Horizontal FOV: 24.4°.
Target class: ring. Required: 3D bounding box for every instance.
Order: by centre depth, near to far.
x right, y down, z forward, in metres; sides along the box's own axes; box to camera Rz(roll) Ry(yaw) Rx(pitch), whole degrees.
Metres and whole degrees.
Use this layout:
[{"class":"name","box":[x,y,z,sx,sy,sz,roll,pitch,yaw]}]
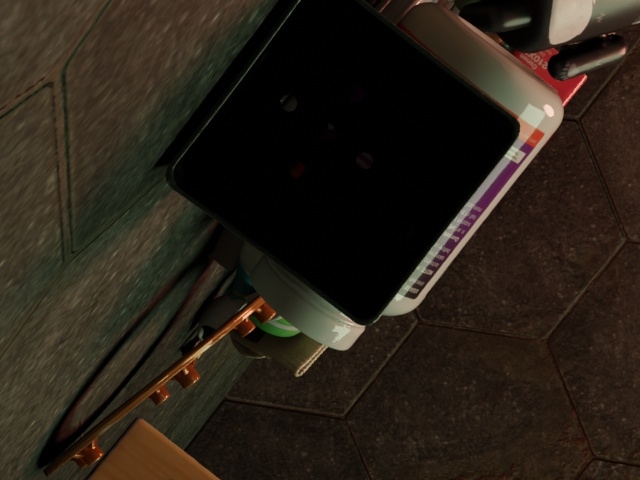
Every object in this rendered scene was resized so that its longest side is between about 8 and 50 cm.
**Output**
[{"class":"ring","box":[-0.168,0.159,1.646,0.336,0.032,0.336,-39,-179,1]}]

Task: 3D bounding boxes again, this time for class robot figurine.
[{"class":"robot figurine","box":[0.298,-0.325,1.793,0.278,0.173,0.209,-18,143,-20]}]

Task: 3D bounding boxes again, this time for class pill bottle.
[{"class":"pill bottle","box":[0.073,-0.056,1.428,0.323,0.181,0.181,-53,176,12]}]

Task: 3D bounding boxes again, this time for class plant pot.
[{"class":"plant pot","box":[0.013,-0.075,1.130,0.187,0.188,0.167,-53,-172,5]}]

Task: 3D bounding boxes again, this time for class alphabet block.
[{"class":"alphabet block","box":[-0.264,0.415,2.246,0.193,0.197,0.192,-51,177,-19]}]

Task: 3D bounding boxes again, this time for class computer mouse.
[{"class":"computer mouse","box":[-0.142,0.107,2.018,0.106,0.042,0.193,-46,180,-20]}]

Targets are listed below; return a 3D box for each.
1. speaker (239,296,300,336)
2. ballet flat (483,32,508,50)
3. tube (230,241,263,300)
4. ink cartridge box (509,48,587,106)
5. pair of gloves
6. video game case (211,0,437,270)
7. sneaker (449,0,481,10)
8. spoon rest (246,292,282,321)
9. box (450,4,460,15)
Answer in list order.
[{"class":"speaker","box":[0.000,0.000,2.048,0.296,0.131,0.131,-54,176,35]},{"class":"ballet flat","box":[0.149,-0.214,1.967,0.316,0.106,0.107,-50,-179,-42]},{"class":"tube","box":[-0.066,0.030,1.619,0.080,0.052,0.207,-33,176,-8]},{"class":"ink cartridge box","box":[0.227,-0.145,1.973,0.237,0.100,0.172,-50,-179,-7]},{"class":"pair of gloves","box":[-0.027,0.089,2.209,0.240,0.204,0.042,-51,136,-20]},{"class":"video game case","box":[0.015,-0.140,1.576,0.300,0.036,0.329,-50,176,-30]},{"class":"sneaker","box":[0.245,-0.362,1.894,0.192,0.086,0.064,-52,177,4]},{"class":"spoon rest","box":[-0.010,0.011,1.911,0.276,0.084,0.137,-31,-129,37]},{"class":"box","box":[0.211,-0.323,2.256,0.145,0.038,0.186,-55,175,32]}]
